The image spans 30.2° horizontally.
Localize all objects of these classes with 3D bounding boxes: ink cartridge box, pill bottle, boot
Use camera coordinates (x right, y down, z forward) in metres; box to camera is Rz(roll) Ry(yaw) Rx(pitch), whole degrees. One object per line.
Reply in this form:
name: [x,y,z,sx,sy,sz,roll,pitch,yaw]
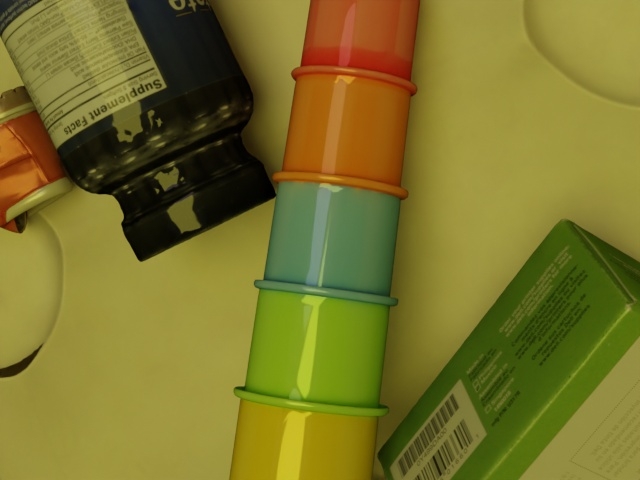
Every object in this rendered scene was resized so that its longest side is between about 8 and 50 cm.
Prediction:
ink cartridge box: [0.192,0.133,0.684,0.255,0.097,0.189,27,110,-24]
pill bottle: [-0.115,-0.104,0.712,0.123,0.123,0.219,-25,94,20]
boot: [-0.242,-0.031,0.802,0.158,0.059,0.085,-26,96,19]

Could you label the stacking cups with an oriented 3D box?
stacking cups: [0.000,0.000,0.682,0.096,0.096,0.316,4,87,17]
